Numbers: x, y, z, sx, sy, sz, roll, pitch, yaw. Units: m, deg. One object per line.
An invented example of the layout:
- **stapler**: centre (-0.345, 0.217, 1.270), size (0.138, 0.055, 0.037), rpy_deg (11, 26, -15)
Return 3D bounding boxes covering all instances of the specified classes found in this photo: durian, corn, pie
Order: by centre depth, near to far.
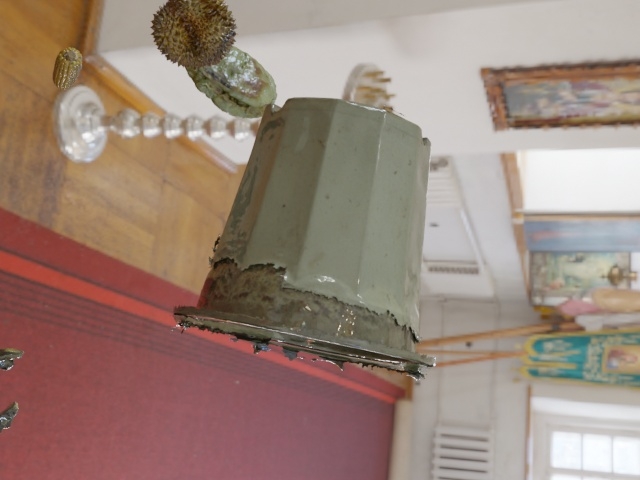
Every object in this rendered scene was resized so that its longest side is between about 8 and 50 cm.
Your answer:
- **durian**: centre (-0.238, -0.396, 1.440), size (0.168, 0.158, 0.137), rpy_deg (52, 17, -30)
- **pie**: centre (-0.208, -0.386, 1.800), size (0.248, 0.090, 0.201), rpy_deg (28, 45, -22)
- **corn**: centre (-0.684, -0.461, 2.080), size (0.207, 0.068, 0.068), rpy_deg (158, -65, -62)

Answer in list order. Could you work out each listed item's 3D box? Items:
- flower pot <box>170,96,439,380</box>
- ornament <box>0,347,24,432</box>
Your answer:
- **flower pot**: centre (0.000, 0.000, 0.823), size (0.290, 0.290, 0.259), rpy_deg (34, 64, -67)
- **ornament**: centre (-0.355, 0.127, 0.628), size (0.236, 0.202, 0.080), rpy_deg (6, 77, -35)
